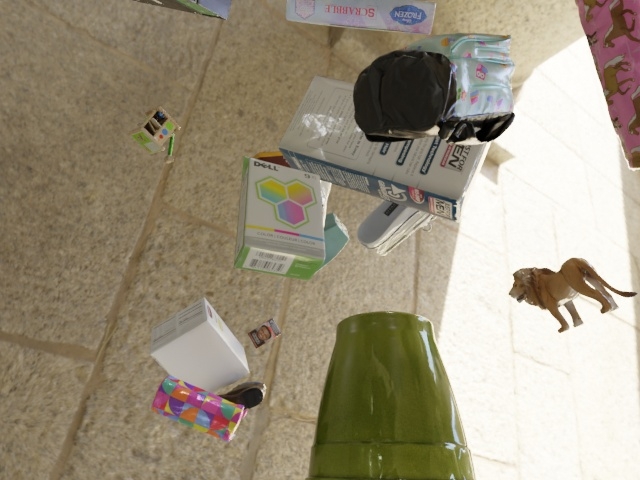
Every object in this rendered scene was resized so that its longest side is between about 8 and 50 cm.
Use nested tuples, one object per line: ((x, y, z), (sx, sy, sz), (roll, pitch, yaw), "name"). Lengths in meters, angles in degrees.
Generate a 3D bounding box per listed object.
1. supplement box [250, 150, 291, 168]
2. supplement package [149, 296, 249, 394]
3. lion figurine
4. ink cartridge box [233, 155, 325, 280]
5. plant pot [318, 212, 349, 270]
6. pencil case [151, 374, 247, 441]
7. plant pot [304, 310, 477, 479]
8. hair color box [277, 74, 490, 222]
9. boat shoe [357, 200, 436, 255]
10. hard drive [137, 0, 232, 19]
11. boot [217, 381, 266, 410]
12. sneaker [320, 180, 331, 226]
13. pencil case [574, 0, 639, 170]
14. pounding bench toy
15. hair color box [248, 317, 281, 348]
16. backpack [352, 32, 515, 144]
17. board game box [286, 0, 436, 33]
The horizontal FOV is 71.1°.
((-0.188, -0.280, 1.946), (0.191, 0.129, 0.194), (-10, 91, -28), "supplement box")
((-0.392, 0.362, 1.470), (0.204, 0.145, 0.262), (-31, 119, -3), "supplement package")
((0.747, 0.137, 1.362), (0.142, 0.392, 0.240), (-14, 67, -18), "lion figurine")
((-0.058, -0.053, 0.643), (0.108, 0.062, 0.209), (12, 52, -19), "ink cartridge box")
((0.000, 0.000, 1.974), (0.166, 0.234, 0.165), (49, 16, -30), "plant pot")
((-0.314, 0.436, 1.161), (0.236, 0.104, 0.104), (24, 57, -2), "pencil case")
((0.153, 0.361, 1.026), (0.366, 0.366, 0.353), (18, 59, -29), "plant pot")
((0.116, -0.174, 0.826), (0.174, 0.347, 0.105), (-65, 157, -12), "hair color box")
((0.287, -0.086, 1.353), (0.367, 0.136, 0.156), (-46, 134, 3), "boat shoe")
((-0.376, -0.544, 0.911), (0.237, 0.338, 0.064), (-4, 117, -57), "hard drive")
((-0.279, 0.524, 1.471), (0.219, 0.106, 0.082), (-16, 86, 5), "boot")
((-0.017, -0.099, 1.290), (0.110, 0.297, 0.129), (-3, 37, -9), "sneaker")
((0.601, -0.322, 0.816), (0.167, 0.160, 0.386), (-17, 88, -44), "pencil case")
((-0.283, -0.188, 0.800), (0.083, 0.052, 0.065), (48, 57, -35), "pounding bench toy")
((-0.219, 0.361, 1.737), (0.043, 0.141, 0.072), (-24, 79, -47), "hair color box")
((0.145, -0.172, 0.510), (0.182, 0.152, 0.115), (-16, 115, -32), "backpack")
((0.102, -0.550, 1.088), (0.317, 0.066, 0.319), (8, 25, 5), "board game box")
